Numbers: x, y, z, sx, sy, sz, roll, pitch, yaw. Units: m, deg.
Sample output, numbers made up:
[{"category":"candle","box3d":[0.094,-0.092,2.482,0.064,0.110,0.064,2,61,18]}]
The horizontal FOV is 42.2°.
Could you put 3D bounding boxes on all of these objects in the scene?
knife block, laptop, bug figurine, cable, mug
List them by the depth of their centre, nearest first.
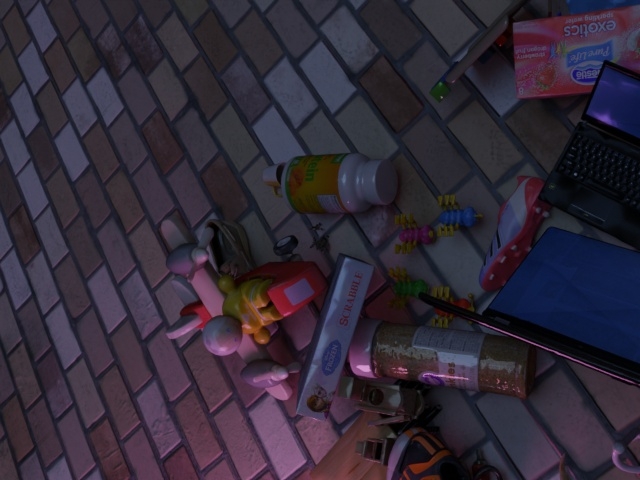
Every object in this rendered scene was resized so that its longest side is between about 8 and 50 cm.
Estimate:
[{"category":"laptop","box3d":[0.447,0.086,1.383,0.382,0.408,0.236,20,89,37]},{"category":"laptop","box3d":[0.555,-0.145,1.498,0.234,0.136,0.264,30,97,18]},{"category":"cable","box3d":[0.310,0.549,1.622,0.139,0.072,0.287,-15,84,19]},{"category":"bug figurine","box3d":[0.242,0.046,1.750,0.216,0.072,0.279,2,86,41]},{"category":"knife block","box3d":[0.116,0.398,1.751,0.275,0.088,0.242,-6,74,33]},{"category":"mug","box3d":[-0.112,-0.153,2.047,0.064,0.062,0.078,-1,73,43]}]

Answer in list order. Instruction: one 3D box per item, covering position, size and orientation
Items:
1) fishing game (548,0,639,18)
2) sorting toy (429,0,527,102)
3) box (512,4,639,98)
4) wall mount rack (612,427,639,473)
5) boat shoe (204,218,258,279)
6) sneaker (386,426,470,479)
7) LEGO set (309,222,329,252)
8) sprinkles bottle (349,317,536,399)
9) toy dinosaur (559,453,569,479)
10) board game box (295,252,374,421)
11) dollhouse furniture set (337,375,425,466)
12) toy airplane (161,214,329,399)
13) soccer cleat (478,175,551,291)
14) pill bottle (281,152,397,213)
[{"category":"fishing game","box3d":[0.582,-0.502,1.654,0.264,0.041,0.189,-6,73,31]},{"category":"sorting toy","box3d":[0.351,-0.407,1.705,0.047,0.196,0.348,42,128,-3]},{"category":"box","box3d":[0.531,-0.354,1.571,0.300,0.142,0.154,2,101,34]},{"category":"wall mount rack","box3d":[0.612,0.303,1.302,0.350,0.304,0.130,-36,32,24]},{"category":"boat shoe","box3d":[-0.210,0.079,2.039,0.109,0.098,0.302,-34,63,25]},{"category":"sneaker","box3d":[0.193,0.538,1.592,0.180,0.124,0.321,31,118,53]},{"category":"LEGO set","box3d":[0.002,-0.002,1.962,0.054,0.023,0.083,-15,59,29]},{"category":"sprinkles bottle","box3d":[0.239,0.230,1.644,0.355,0.121,0.121,4,82,24]},{"category":"toy dinosaur","box3d":[0.457,0.492,1.529,0.092,0.053,0.183,-26,73,11]},{"category":"board game box","box3d":[0.026,0.188,1.737,0.066,0.318,0.319,17,91,-1]},{"category":"dollhouse furniture set","box3d":[0.113,0.355,1.598,0.101,0.182,0.161,3,78,32]},{"category":"toy airplane","box3d":[-0.204,0.159,1.840,0.386,0.272,0.384,21,123,6]},{"category":"soccer cleat","box3d":[0.382,-0.015,1.669,0.095,0.083,0.248,37,101,50]},{"category":"pill bottle","box3d":[0.045,-0.130,1.884,0.245,0.136,0.136,1,80,35]}]
